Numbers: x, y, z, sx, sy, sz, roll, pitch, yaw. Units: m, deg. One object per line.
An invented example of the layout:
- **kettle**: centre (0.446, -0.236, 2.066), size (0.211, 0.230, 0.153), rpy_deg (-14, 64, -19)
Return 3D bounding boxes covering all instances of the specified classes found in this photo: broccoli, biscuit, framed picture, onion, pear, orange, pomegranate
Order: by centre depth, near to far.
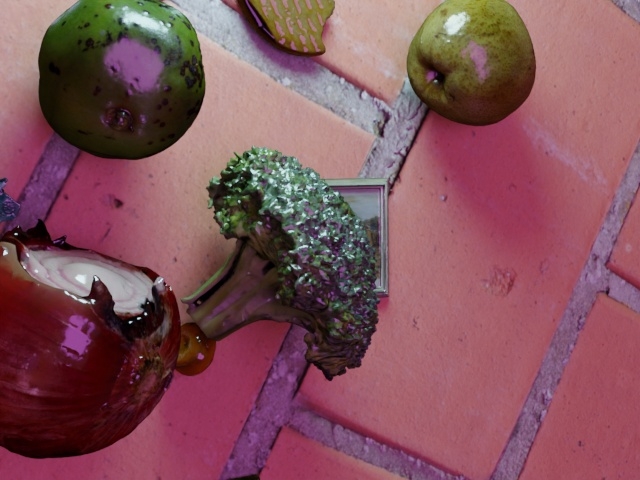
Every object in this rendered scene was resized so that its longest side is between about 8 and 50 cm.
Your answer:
- **onion**: centre (-0.353, 0.151, 1.582), size (0.341, 0.341, 0.341), rpy_deg (-2, 94, -26)
- **pomegranate**: centre (-0.290, -0.247, 1.642), size (0.254, 0.270, 0.254), rpy_deg (-10, 135, -10)
- **broccoli**: centre (-0.042, 0.039, 1.755), size (0.249, 0.302, 0.375), rpy_deg (-25, 78, -45)
- **orange**: centre (-0.198, 0.171, 1.794), size (0.062, 0.086, 0.086), rpy_deg (33, 78, -48)
- **biscuit**: centre (-0.058, -0.419, 1.852), size (0.176, 0.031, 0.228), rpy_deg (1, 91, -27)
- **framed picture**: centre (0.000, 0.000, 1.913), size (0.274, 0.017, 0.217), rpy_deg (-4, 94, -26)
- **pear**: centre (0.253, -0.301, 1.924), size (0.211, 0.188, 0.228), rpy_deg (-22, 105, -26)

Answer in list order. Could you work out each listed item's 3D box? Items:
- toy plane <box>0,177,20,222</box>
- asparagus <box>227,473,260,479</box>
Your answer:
- **toy plane**: centre (-0.512, -0.126, 1.629), size (0.096, 0.060, 0.235), rpy_deg (-42, 106, -10)
- **asparagus**: centre (-0.159, 0.403, 1.858), size (0.127, 0.015, 0.018), rpy_deg (-7, 95, -26)
